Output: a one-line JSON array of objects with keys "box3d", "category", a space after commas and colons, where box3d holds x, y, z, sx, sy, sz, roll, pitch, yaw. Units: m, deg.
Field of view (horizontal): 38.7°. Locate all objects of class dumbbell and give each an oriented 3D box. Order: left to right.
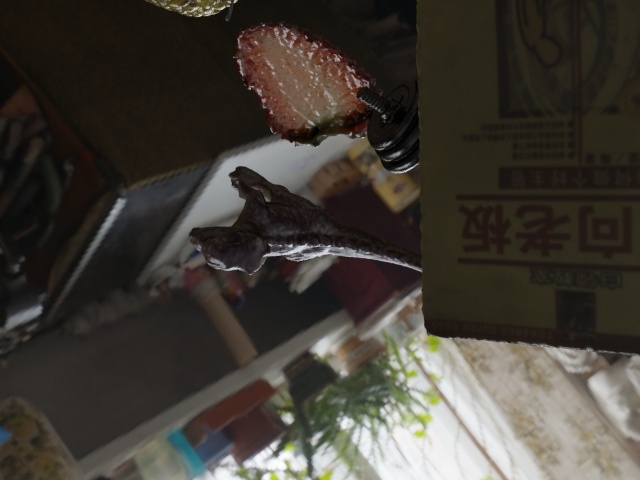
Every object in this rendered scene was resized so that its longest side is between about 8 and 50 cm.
[{"box3d": [0.121, -0.093, 0.885, 0.099, 0.208, 0.099, -44, -149, 34], "category": "dumbbell"}]

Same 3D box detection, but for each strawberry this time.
[{"box3d": [-0.010, -0.218, 1.174, 0.167, 0.208, 0.087, -9, -138, 21], "category": "strawberry"}]

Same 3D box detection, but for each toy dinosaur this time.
[{"box3d": [-0.002, 0.004, 0.805, 0.251, 0.200, 0.072, 17, 99, -26], "category": "toy dinosaur"}]

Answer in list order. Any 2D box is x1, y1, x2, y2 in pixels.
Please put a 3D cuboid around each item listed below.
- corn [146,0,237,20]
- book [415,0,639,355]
[{"box3d": [-0.157, -0.279, 0.868, 0.106, 0.305, 0.106, -12, 115, -26], "category": "corn"}, {"box3d": [0.116, -0.065, 0.403, 0.161, 0.231, 0.026, 3, -170, 34], "category": "book"}]
